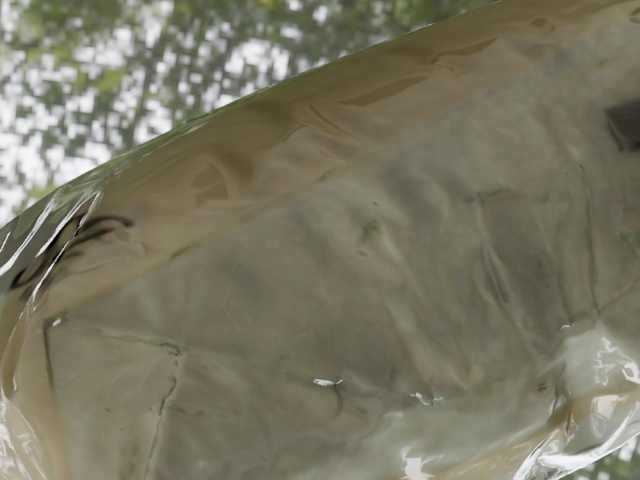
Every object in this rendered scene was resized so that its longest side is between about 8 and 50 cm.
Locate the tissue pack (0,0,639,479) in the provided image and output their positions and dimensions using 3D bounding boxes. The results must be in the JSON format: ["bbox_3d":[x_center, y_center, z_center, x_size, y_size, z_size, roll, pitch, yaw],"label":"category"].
[{"bbox_3d":[-0.018,0.034,0.801,0.390,0.195,0.375,-24,-175,-27],"label":"tissue pack"}]
